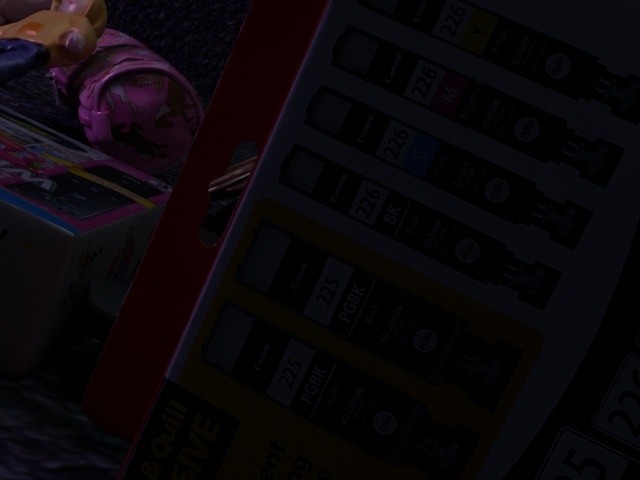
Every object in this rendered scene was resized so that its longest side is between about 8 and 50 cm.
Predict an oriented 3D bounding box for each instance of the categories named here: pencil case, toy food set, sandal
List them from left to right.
[{"bbox_3d":[-0.290,-0.212,1.420,0.160,0.167,0.386,51,-6,-30],"label":"pencil case"},{"bbox_3d":[-0.103,0.065,0.674,0.097,0.054,0.254,19,-2,3],"label":"sandal"},{"bbox_3d":[-0.122,-0.063,1.224,0.192,0.132,0.038,-106,173,-81],"label":"toy food set"}]

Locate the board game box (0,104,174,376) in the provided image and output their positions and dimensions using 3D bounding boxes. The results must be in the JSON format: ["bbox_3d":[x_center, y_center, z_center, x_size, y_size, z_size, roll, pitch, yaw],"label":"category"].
[{"bbox_3d":[-0.239,-0.026,0.698,0.224,0.097,0.303,25,10,1],"label":"board game box"}]

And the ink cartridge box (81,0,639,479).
[{"bbox_3d":[0.031,0.027,0.433,0.272,0.309,0.130,26,9,10],"label":"ink cartridge box"}]

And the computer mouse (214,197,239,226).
[{"bbox_3d":[0.000,0.000,1.243,0.272,0.072,0.188,23,10,-11],"label":"computer mouse"}]

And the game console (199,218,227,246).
[{"bbox_3d":[-0.123,0.015,1.027,0.122,0.071,0.107,18,41,-33],"label":"game console"}]

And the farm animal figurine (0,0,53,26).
[{"bbox_3d":[-0.575,-0.363,1.497,0.330,0.172,0.327,15,22,29],"label":"farm animal figurine"}]

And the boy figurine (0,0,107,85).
[{"bbox_3d":[-0.377,-0.275,1.316,0.177,0.092,0.285,8,35,31],"label":"boy figurine"}]
